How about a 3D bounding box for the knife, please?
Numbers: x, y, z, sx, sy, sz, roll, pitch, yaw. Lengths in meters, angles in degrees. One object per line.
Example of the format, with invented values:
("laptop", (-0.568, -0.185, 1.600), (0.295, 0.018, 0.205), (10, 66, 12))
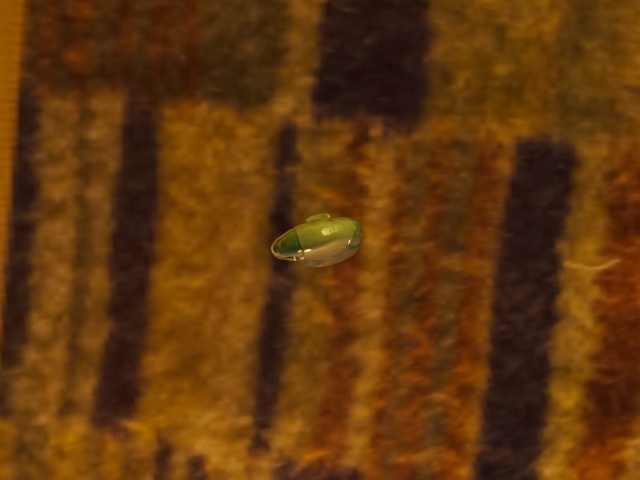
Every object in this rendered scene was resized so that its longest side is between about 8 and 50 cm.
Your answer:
("knife", (0.000, 0.000, 1.436), (0.064, 0.222, 0.031), (-18, 86, 2))
